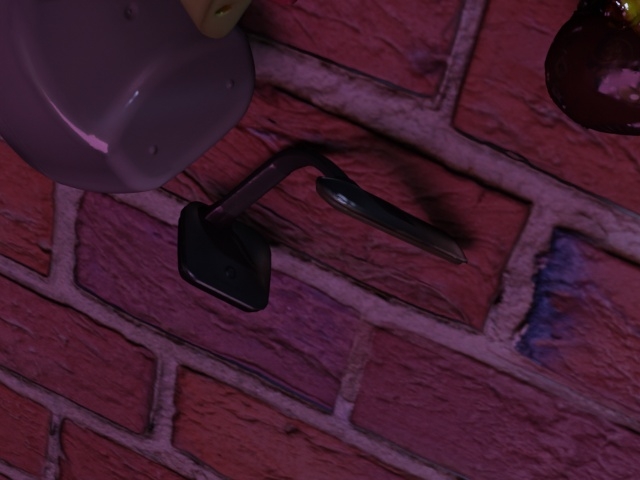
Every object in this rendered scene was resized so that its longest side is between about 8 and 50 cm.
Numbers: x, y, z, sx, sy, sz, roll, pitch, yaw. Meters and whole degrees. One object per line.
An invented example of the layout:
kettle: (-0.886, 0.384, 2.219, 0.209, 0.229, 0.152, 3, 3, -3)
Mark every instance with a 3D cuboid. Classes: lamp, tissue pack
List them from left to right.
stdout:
tissue pack: (-0.229, -0.217, 1.328, 0.236, 0.229, 0.333, 16, 140, 43)
lamp: (0.002, -0.006, 1.511, 0.203, 0.125, 0.283, 30, 144, -30)
lamp: (0.250, -0.149, 1.142, 0.157, 0.156, 0.135, 4, 94, 23)

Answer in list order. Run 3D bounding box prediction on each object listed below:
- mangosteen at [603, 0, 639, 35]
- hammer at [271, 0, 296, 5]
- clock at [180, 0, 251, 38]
mangosteen: (0.262, -0.212, 1.009, 0.199, 0.200, 0.200, 20, 140, 17)
hammer: (-0.054, -0.241, 1.334, 0.083, 0.043, 0.043, 22, 141, 12)
clock: (0.073, -0.269, 0.946, 0.117, 0.348, 0.286, 60, 142, 14)
